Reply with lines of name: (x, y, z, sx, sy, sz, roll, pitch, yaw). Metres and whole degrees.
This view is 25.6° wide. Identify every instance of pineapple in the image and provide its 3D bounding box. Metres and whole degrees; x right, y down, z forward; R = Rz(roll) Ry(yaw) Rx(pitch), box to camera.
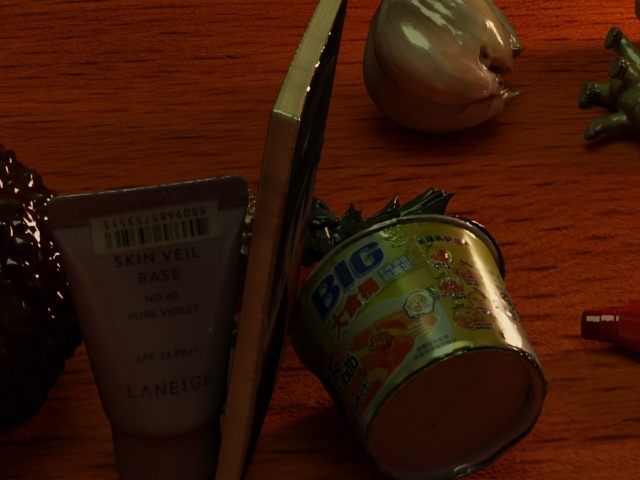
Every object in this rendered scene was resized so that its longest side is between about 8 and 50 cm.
pineapple: (0.000, 0.000, 1.421, 0.277, 0.119, 0.130, -1, -13, -4)

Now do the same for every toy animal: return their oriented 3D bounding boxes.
toy animal: (0.388, -0.173, 1.735, 0.101, 0.103, 0.218, 24, 27, -6)

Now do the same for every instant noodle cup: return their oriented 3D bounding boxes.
instant noodle cup: (0.089, 0.101, 1.185, 0.205, 0.205, 0.153, -9, 43, -15)

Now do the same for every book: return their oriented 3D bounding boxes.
book: (-0.032, 0.001, 1.158, 0.028, 0.374, 0.262, 12, 33, 3)

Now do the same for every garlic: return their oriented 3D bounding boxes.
garlic: (0.152, -0.222, 1.734, 0.203, 0.184, 0.281, 30, 14, 0)

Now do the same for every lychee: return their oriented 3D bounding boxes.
lychee: (-0.347, 0.035, 1.193, 0.306, 0.330, 0.306, -26, 30, 16)

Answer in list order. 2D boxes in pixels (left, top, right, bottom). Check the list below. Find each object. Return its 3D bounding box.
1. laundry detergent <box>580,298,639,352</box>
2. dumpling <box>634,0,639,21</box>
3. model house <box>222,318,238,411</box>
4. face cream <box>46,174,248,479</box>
laundry detergent: (0.332, 0.080, 1.339, 0.165, 0.049, 0.097, 3, 24, 8)
dumpling: (0.571, -0.334, 1.819, 0.181, 0.260, 0.341, -17, 30, -15)
model house: (-0.092, 0.110, 1.284, 0.058, 0.057, 0.083, 2, 29, 12)
face cream: (-0.129, 0.074, 1.133, 0.154, 0.274, 0.096, -6, 32, -9)
